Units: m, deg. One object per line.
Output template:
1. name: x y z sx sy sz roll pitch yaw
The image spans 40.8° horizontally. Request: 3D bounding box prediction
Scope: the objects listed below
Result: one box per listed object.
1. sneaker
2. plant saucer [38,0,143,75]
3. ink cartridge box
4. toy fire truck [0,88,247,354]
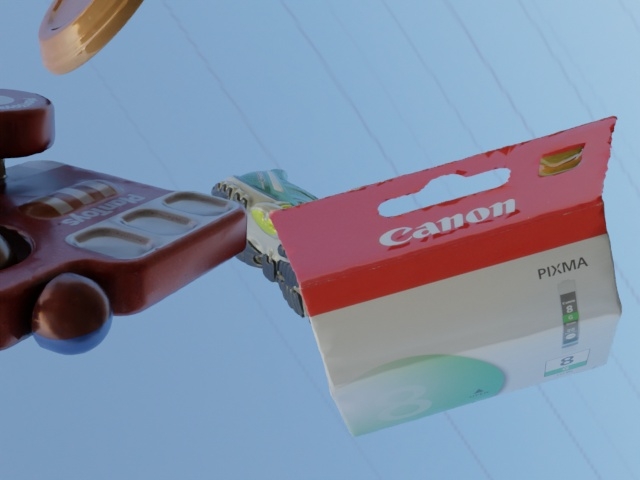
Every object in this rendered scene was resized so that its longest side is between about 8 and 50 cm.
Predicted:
1. sneaker: 0.000 0.000 0.870 0.110 0.107 0.275 -23 -133 -33
2. plant saucer: -0.250 -0.273 0.958 0.037 0.200 0.200 39 -123 -35
3. ink cartridge box: 0.083 0.036 0.498 0.181 0.225 0.056 -16 -119 3
4. toy fire truck: -0.222 0.000 0.612 0.302 0.254 0.169 -34 -48 -62
